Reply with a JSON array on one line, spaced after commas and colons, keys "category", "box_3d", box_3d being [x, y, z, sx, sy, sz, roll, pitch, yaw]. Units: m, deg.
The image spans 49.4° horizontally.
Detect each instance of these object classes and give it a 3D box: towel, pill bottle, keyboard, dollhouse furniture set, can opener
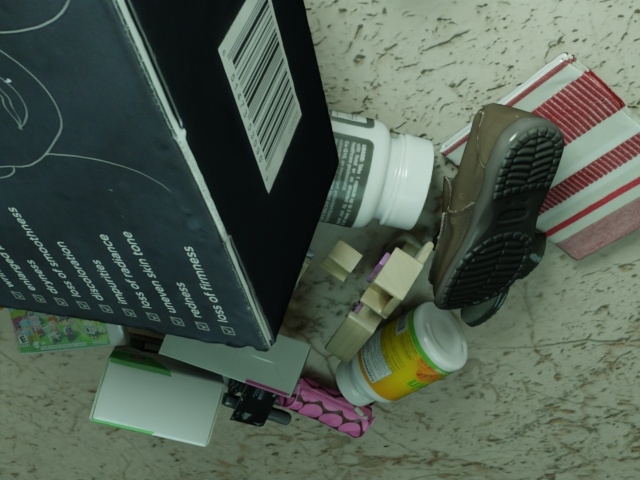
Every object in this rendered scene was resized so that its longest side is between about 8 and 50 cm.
[{"category": "towel", "box_3d": [0.376, -0.111, 1.045, 0.329, 0.037, 0.237, 33, 132, -22]}, {"category": "pill bottle", "box_3d": [0.148, 0.229, 1.339, 0.136, 0.136, 0.246, 35, 129, -25]}, {"category": "pill bottle", "box_3d": [0.007, -0.107, 1.003, 0.283, 0.161, 0.161, 12, 135, -5]}, {"category": "keyboard", "box_3d": [-0.139, 0.313, 1.488, 0.108, 0.023, 0.180, 20, 105, -20]}, {"category": "dollhouse furniture set", "box_3d": [0.000, 0.000, 1.121, 0.303, 0.198, 0.286, 34, 146, 4]}, {"category": "can opener", "box_3d": [-0.191, 0.336, 1.550, 0.280, 0.074, 0.093, 21, 168, -11]}]

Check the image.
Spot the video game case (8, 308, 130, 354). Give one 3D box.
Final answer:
[{"category": "video game case", "box_3d": [-0.467, 0.108, 1.263, 0.212, 0.023, 0.193, -6, 105, 9]}]

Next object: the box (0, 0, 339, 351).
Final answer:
[{"category": "box", "box_3d": [-0.272, -0.163, 0.686, 0.472, 0.297, 0.480, 5, 141, 17]}]

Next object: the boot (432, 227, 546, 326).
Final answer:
[{"category": "boot", "box_3d": [0.257, 0.035, 1.190, 0.161, 0.083, 0.246, 26, 135, 0]}]

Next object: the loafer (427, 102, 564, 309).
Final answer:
[{"category": "loafer", "box_3d": [0.244, -0.045, 1.030, 0.134, 0.130, 0.366, -4, 133, -21]}]

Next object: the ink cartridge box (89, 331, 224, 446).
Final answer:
[{"category": "ink cartridge box", "box_3d": [-0.306, 0.273, 1.335, 0.211, 0.121, 0.289, 16, 179, -12]}]

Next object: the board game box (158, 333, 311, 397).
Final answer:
[{"category": "board game box", "box_3d": [-0.135, 0.193, 1.235, 0.224, 0.097, 0.303, 19, 172, 3]}]

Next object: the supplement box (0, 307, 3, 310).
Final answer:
[{"category": "supplement box", "box_3d": [-0.586, -0.016, 1.148, 0.129, 0.191, 0.194, -2, 134, 9]}]

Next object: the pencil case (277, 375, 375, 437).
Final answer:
[{"category": "pencil case", "box_3d": [0.014, 0.357, 1.518, 0.209, 0.095, 0.098, 25, 168, -20]}]
